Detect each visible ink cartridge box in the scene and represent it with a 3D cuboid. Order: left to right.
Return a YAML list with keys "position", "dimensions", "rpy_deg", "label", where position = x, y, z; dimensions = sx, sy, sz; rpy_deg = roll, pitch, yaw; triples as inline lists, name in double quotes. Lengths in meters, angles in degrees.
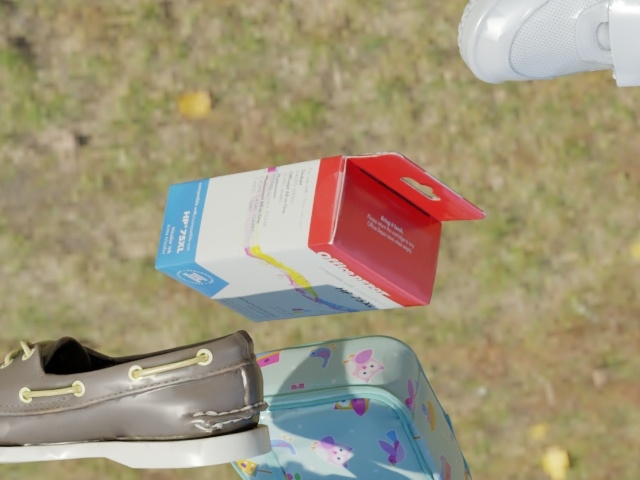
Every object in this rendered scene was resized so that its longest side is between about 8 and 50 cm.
- position: [0.000, 0.000, 1.538]
  dimensions: [0.231, 0.078, 0.134]
  rpy_deg: [-8, 153, 39]
  label: "ink cartridge box"

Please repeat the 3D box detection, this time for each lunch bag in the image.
- position: [0.026, 0.232, 2.018]
  dimensions: [0.224, 0.108, 0.279]
  rpy_deg: [-10, 128, 19]
  label: "lunch bag"

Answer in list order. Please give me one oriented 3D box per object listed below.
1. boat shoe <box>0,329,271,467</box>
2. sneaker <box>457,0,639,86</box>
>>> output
- position: [-0.189, 0.121, 1.494]
  dimensions: [0.324, 0.096, 0.116]
  rpy_deg: [-3, -177, 28]
  label: "boat shoe"
- position: [0.302, -0.176, 1.565]
  dimensions: [0.366, 0.210, 0.137]
  rpy_deg: [-18, 134, 1]
  label: "sneaker"
